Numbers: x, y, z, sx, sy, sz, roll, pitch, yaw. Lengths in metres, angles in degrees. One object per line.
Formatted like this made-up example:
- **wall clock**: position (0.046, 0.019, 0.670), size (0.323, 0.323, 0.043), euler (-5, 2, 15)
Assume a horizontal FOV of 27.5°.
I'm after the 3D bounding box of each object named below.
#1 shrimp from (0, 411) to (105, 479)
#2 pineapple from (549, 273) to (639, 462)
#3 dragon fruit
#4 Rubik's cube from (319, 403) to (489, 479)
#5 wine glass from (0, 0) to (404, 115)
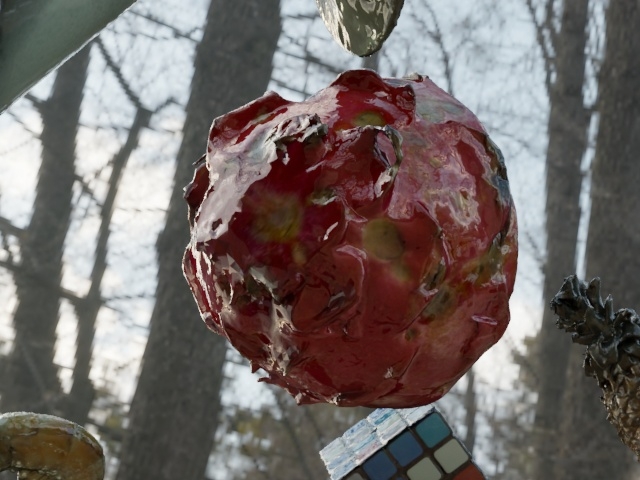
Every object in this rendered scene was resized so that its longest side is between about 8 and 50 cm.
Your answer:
- **shrimp**: position (-0.308, 0.223, 1.208), size (0.217, 0.051, 0.150), euler (-2, -53, -8)
- **pineapple**: position (0.276, 0.111, 1.151), size (0.198, 0.108, 0.108), euler (50, -30, 8)
- **dragon fruit**: position (0.000, 0.000, 1.342), size (0.249, 0.371, 0.386), euler (0, 29, -48)
- **Rubik's cube**: position (0.107, 0.283, 1.555), size (0.154, 0.151, 0.155), euler (55, -2, -7)
- **wine glass**: position (-0.142, -0.256, 1.222), size (0.406, 0.267, 0.267), euler (-11, -21, -24)
